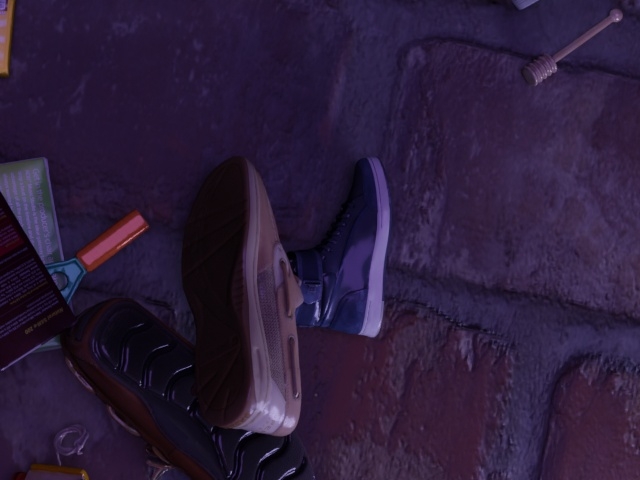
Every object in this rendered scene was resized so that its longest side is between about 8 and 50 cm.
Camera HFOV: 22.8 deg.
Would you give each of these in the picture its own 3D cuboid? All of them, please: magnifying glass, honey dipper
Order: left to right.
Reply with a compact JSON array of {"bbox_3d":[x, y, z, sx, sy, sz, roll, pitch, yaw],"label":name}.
[{"bbox_3d":[-0.302,0.043,1.871,0.231,0.026,0.092,-38,96,-13],"label":"magnifying glass"},{"bbox_3d":[0.334,-0.256,2.072,0.161,0.030,0.030,-35,95,-13],"label":"honey dipper"}]

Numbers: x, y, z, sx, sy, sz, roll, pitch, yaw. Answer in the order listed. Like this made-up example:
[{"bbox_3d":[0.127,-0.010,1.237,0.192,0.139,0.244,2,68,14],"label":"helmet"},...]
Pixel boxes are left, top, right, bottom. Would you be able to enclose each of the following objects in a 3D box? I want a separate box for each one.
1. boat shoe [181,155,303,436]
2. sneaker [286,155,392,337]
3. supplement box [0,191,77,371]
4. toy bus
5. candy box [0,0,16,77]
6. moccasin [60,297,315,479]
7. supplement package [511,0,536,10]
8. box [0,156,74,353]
[{"bbox_3d":[-0.084,0.066,1.859,0.110,0.122,0.341,20,57,-40],"label":"boat shoe"},{"bbox_3d":[0.000,0.001,1.961,0.163,0.086,0.226,6,84,-11],"label":"sneaker"},{"bbox_3d":[-0.392,0.026,1.776,0.130,0.073,0.239,-34,96,-47],"label":"supplement box"},{"bbox_3d":[-0.322,0.350,1.866,0.202,0.191,0.104,-29,137,-11],"label":"toy bus"},{"bbox_3d":[-0.473,-0.258,1.901,0.206,0.027,0.105,5,89,-11],"label":"candy box"},{"bbox_3d":[-0.157,0.220,1.894,0.380,0.147,0.139,38,65,-21],"label":"moccasin"},{"bbox_3d":[0.272,-0.464,1.981,0.199,0.198,0.262,-40,96,-10],"label":"supplement package"},{"bbox_3d":[-0.464,0.041,1.877,0.322,0.058,0.232,-10,90,-11],"label":"box"}]
